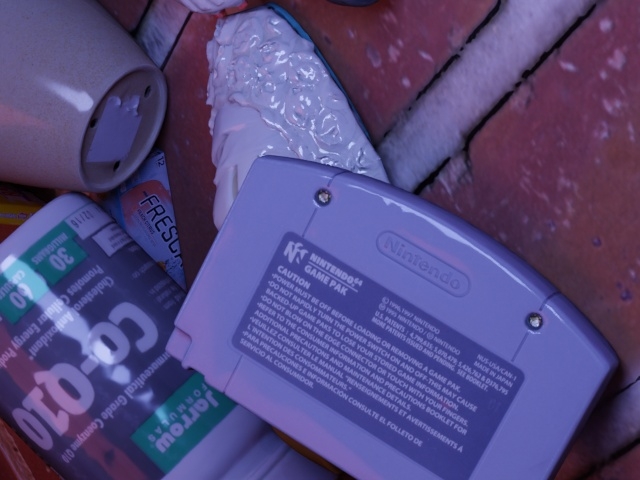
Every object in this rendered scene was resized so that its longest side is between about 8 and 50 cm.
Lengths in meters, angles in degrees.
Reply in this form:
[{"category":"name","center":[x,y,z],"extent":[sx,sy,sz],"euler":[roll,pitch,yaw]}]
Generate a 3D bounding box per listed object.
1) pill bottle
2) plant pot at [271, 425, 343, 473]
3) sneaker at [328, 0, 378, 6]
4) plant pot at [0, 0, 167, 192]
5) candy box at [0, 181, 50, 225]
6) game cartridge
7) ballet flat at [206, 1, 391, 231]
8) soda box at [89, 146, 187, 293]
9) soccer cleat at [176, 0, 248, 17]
[{"category":"pill bottle","center":[-0.167,0.146,1.606],"extent":[0.361,0.204,0.204],"euler":[44,149,1]},{"category":"plant pot","center":[0.006,0.153,1.523],"extent":[0.081,0.081,0.083],"euler":[21,143,50]},{"category":"sneaker","center":[-0.056,-0.249,1.222],"extent":[0.227,0.087,0.130],"euler":[39,168,-29]},{"category":"plant pot","center":[-0.286,-0.155,1.603],"extent":[0.274,0.256,0.256],"euler":[28,138,22]},{"category":"candy box","center":[-0.381,-0.060,1.943],"extent":[0.206,0.105,0.027],"euler":[29,109,45]},{"category":"game cartridge","center":[0.051,0.071,1.249],"extent":[0.297,0.062,0.198],"euler":[31,100,15]},{"category":"ballet flat","center":[0.000,0.000,1.350],"extent":[0.409,0.147,0.147],"euler":[59,151,9]},{"category":"soda box","center":[-0.178,-0.009,1.702],"extent":[0.063,0.058,0.183],"euler":[30,138,43]},{"category":"soccer cleat","center":[-0.111,-0.225,1.395],"extent":[0.076,0.068,0.196],"euler":[41,168,-34]}]
